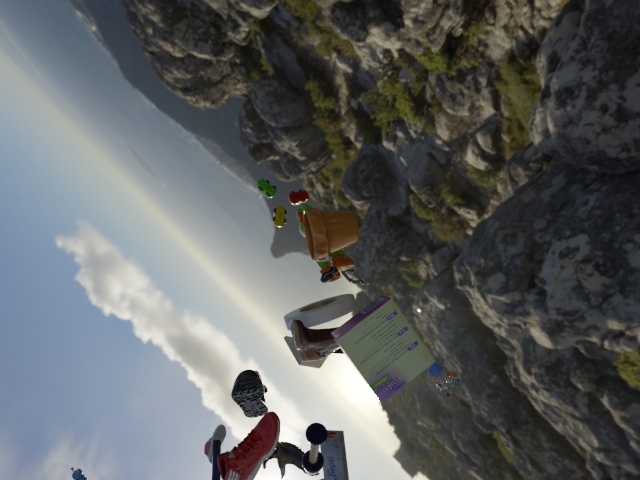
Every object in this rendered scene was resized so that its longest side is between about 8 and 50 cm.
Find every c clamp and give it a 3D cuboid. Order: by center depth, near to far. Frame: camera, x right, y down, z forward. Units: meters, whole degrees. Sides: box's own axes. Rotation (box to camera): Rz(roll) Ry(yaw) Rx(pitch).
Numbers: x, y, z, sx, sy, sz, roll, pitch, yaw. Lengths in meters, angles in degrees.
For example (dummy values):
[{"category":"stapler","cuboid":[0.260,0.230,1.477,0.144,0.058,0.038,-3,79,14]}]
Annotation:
[{"category":"c clamp","cuboid":[0.201,0.213,2.478,0.137,0.022,0.160,-15,130,45]}]

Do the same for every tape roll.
[{"category":"tape roll","cuboid":[-0.001,0.368,2.182,0.392,0.391,0.072,160,92,-75]}]

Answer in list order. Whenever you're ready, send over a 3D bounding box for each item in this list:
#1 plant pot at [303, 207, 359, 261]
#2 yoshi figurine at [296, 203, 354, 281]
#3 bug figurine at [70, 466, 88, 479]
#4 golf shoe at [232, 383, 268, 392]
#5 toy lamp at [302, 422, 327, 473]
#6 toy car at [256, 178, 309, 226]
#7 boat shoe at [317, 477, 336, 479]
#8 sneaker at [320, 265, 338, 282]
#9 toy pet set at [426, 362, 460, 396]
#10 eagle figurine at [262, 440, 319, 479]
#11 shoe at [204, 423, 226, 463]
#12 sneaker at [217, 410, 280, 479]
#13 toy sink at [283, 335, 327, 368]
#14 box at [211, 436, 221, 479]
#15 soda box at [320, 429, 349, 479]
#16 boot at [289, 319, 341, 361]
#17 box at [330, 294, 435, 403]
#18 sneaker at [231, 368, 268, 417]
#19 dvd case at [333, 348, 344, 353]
[{"category":"plant pot","cuboid":[0.044,-0.036,1.638,0.205,0.187,0.205,169,90,-81]},{"category":"yoshi figurine","cuboid":[0.023,-0.006,1.879,0.362,0.203,0.203,62,173,21]},{"category":"bug figurine","cuboid":[-0.859,0.956,1.488,0.279,0.072,0.216,-132,19,-73]},{"category":"golf shoe","cuboid":[-0.344,0.734,2.078,0.176,0.069,0.086,7,166,-25]},{"category":"toy lamp","cuboid":[-0.020,0.701,1.395,0.080,0.080,0.275,37,139,30]},{"category":"toy car","cuboid":[-0.199,-0.195,1.931,0.225,0.239,0.053,40,152,-2]},{"category":"boat shoe","cuboid":[0.079,0.838,1.284,0.258,0.095,0.084,44,-164,-7]},{"category":"sneaker","cuboid":[0.029,0.134,1.536,0.040,0.044,0.109,37,-151,14]},{"category":"toy pet set","cuboid":[0.470,0.510,1.593,0.114,0.122,0.065,30,120,26]},{"category":"eagle figurine","cuboid":[-0.169,1.164,2.247,0.226,0.298,0.225,-109,26,-61]},{"category":"shoe","cuboid":[-0.490,0.922,1.933,0.063,0.178,0.081,13,179,-39]},{"category":"sneaker","cuboid":[-0.205,0.588,1.183,0.087,0.221,0.128,22,175,42]},{"category":"toy sink","cuboid":[-0.075,0.571,2.318,0.152,0.131,0.234,23,-165,-36]},{"category":"box","cuboid":[-0.415,0.898,1.669,0.225,0.036,0.136,-106,23,-48]},{"category":"soda box","cuboid":[0.065,0.993,1.859,0.091,0.098,0.286,-41,-55,-73]},{"category":"boot","cuboid":[0.011,0.315,1.428,0.248,0.206,0.090,77,171,-48]},{"category":"box","cuboid":[0.192,0.333,1.315,0.243,0.213,0.117,55,172,-2]},{"category":"sneaker","cuboid":[-0.244,0.488,1.423,0.283,0.107,0.124,91,168,-46]},{"category":"dvd case","cuboid":[0.164,0.560,2.256,0.221,0.018,0.164,6,-160,-5]}]
